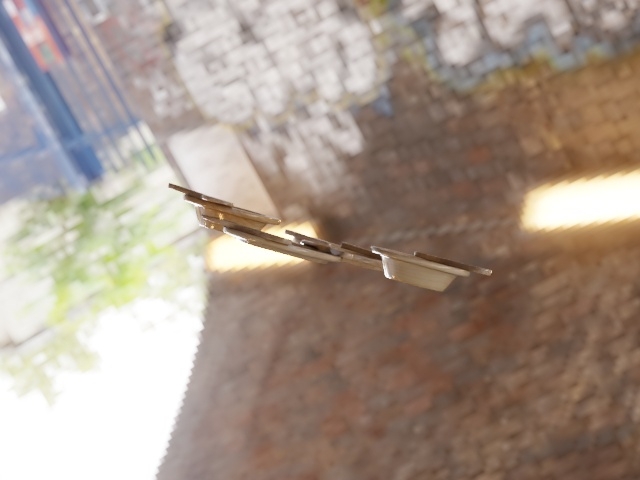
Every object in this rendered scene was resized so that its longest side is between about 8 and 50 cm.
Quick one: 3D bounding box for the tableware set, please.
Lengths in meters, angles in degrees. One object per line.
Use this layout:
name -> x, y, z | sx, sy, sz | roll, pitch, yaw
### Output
tableware set -> 0.000, 0.000, 0.992 | 0.168, 0.020, 0.141 | 14, -178, -33
